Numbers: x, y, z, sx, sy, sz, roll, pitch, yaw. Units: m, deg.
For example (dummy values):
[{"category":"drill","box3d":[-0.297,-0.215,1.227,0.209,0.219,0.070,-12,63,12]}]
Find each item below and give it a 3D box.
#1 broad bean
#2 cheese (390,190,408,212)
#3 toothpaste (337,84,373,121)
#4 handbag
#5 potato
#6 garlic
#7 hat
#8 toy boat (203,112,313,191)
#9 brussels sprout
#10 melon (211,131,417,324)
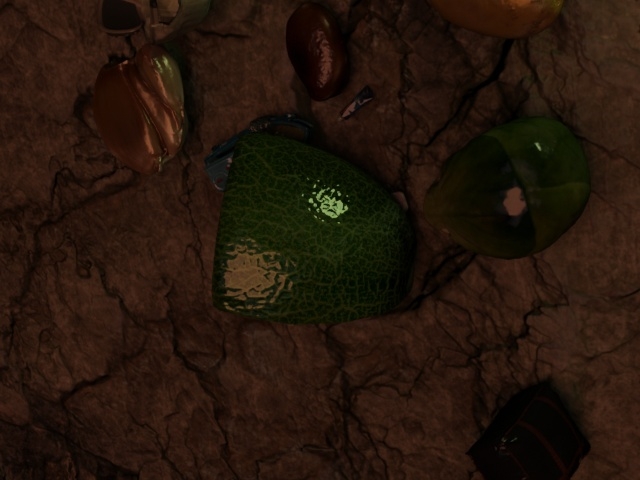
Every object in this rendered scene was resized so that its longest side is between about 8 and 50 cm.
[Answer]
[{"category":"broad bean","box3d":[-0.005,-0.327,1.756,0.114,0.084,0.165,-24,93,29]},{"category":"cheese","box3d":[0.039,-0.041,1.863,0.255,0.050,0.127,-11,105,23]},{"category":"toothpaste","box3d":[0.060,-0.239,1.801,0.083,0.019,0.027,-40,68,27]},{"category":"handbag","box3d":[0.375,0.378,1.804,0.169,0.215,0.155,54,135,-2]},{"category":"potato","box3d":[0.269,-0.401,1.599,0.234,0.146,0.150,27,75,25]},{"category":"garlic","box3d":[-0.326,-0.237,1.898,0.217,0.110,0.228,-12,94,35]},{"category":"hat","box3d":[-0.300,-0.468,1.784,0.275,0.161,0.232,31,121,34]},{"category":"toy boat","box3d":[-0.112,-0.161,1.849,0.238,0.098,0.109,-25,102,26]},{"category":"brussels sprout","box3d":[0.306,-0.079,1.674,0.271,0.210,0.219,-14,99,40]},{"category":"melon","box3d":[0.000,0.000,1.774,0.343,0.331,0.226,6,156,1]}]
